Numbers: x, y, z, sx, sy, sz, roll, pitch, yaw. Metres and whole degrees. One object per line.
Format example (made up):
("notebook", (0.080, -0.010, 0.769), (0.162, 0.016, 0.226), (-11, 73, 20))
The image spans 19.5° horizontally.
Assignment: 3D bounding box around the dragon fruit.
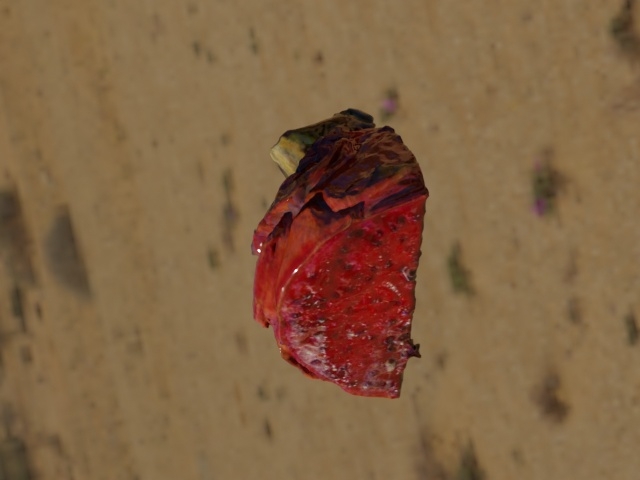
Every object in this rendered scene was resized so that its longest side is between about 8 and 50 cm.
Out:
("dragon fruit", (0.000, 0.000, 0.905), (0.162, 0.083, 0.106), (87, 169, -51))
